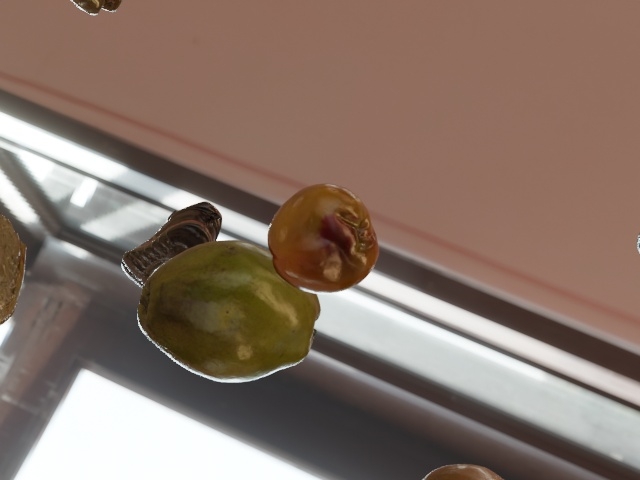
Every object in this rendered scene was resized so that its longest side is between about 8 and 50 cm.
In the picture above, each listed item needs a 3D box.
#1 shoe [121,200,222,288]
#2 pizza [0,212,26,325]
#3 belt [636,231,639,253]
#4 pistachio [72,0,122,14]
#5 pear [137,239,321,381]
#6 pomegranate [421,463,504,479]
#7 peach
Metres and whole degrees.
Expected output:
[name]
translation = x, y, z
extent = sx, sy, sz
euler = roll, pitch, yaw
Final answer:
[shoe]
translation = -0.284, 0.007, 2.357
extent = 0.291, 0.114, 0.137
euler = -33, 20, 46
[pizza]
translation = -0.613, 0.031, 2.328
extent = 0.181, 0.034, 0.262
euler = -72, -18, -54
[belt]
translation = 0.472, 0.045, 1.301
extent = 0.150, 0.257, 0.207
euler = -43, -15, -10
[pistachio]
translation = -0.319, -0.397, 1.644
extent = 0.124, 0.124, 0.185
euler = -30, -69, -65
[pear]
translation = -0.130, 0.102, 1.761
extent = 0.212, 0.269, 0.212
euler = -168, 90, -71
[pomegranate]
translation = 0.195, 0.396, 1.663
extent = 0.191, 0.191, 0.191
euler = -58, -19, -32
[peach]
translation = 0.000, 0.000, 1.508
extent = 0.138, 0.138, 0.138
euler = -58, -19, -32
